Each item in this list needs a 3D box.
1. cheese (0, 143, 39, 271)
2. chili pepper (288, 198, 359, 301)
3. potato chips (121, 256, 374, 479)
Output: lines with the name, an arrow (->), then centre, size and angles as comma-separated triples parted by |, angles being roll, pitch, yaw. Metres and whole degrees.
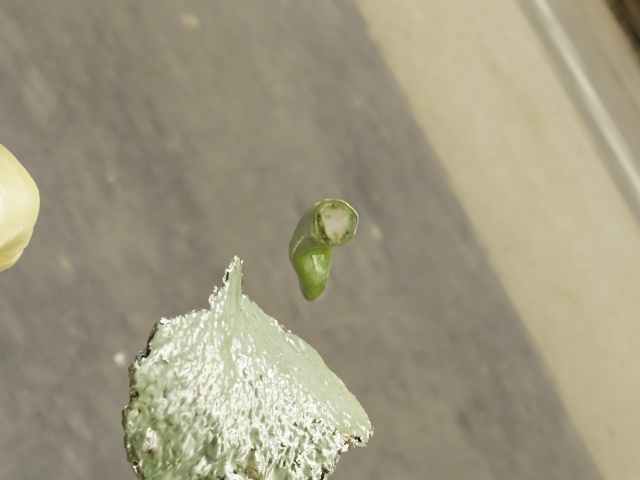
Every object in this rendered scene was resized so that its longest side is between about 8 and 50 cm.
cheese -> -0.299, 0.014, 1.419 | 0.117, 0.214, 0.226 | 49, -3, -3
chili pepper -> 0.000, 0.000, 1.651 | 0.050, 0.052, 0.202 | 39, -16, 4
potato chips -> -0.041, 0.093, 1.248 | 0.228, 0.059, 0.167 | -35, 107, -54
